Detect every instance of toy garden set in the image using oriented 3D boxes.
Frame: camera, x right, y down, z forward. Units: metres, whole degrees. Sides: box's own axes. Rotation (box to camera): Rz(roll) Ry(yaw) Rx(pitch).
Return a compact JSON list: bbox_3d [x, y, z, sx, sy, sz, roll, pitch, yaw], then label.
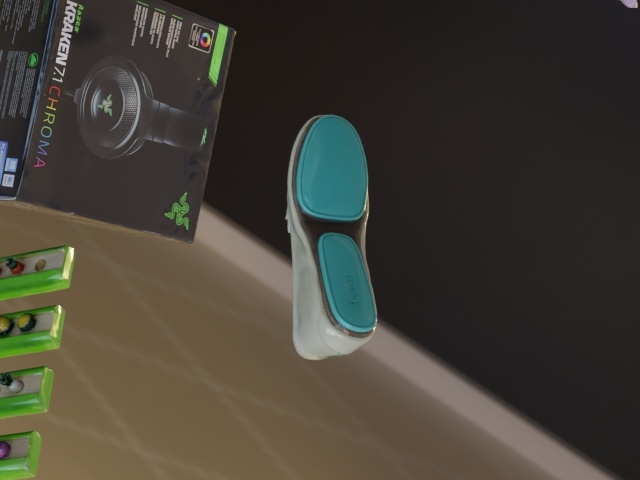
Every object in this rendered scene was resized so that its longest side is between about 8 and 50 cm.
[{"bbox_3d":[-0.354,0.119,1.760,0.049,0.203,0.244,50,38,-49],"label":"toy garden set"}]

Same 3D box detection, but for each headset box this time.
[{"bbox_3d":[-0.235,-0.138,1.916,0.283,0.131,0.246,16,84,-50],"label":"headset box"}]

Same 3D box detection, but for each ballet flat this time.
[{"bbox_3d":[0.000,0.000,1.659,0.086,0.086,0.248,115,-22,-53],"label":"ballet flat"}]

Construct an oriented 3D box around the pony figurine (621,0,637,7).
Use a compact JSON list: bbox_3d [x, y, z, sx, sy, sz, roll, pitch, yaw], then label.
[{"bbox_3d":[0.334,-0.310,1.489,0.363,0.302,0.351,174,-84,-64],"label":"pony figurine"}]
